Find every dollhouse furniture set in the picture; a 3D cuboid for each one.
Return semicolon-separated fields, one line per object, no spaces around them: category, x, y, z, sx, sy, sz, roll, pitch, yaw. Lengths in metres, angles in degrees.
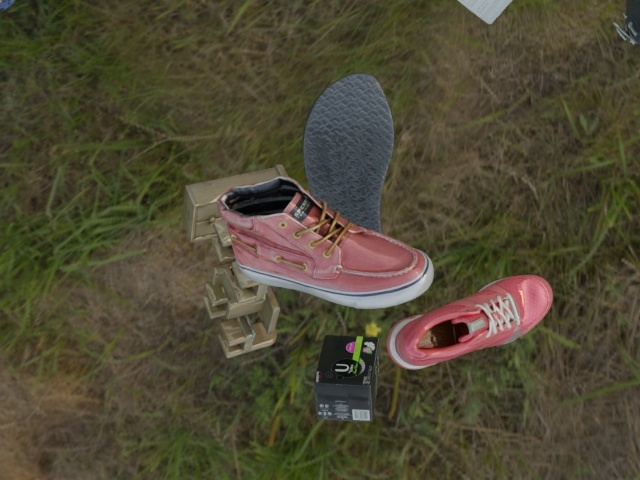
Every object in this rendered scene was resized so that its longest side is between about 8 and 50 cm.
dollhouse furniture set;-0.096;0.019;1.331;0.160;0.242;0.212;-14;149;-22

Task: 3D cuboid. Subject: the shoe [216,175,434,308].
shoe;0.000;0.000;0.690;0.177;0.063;0.081;8;139;27

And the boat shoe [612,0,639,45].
boat shoe;0.518;-0.342;1.359;0.095;0.254;0.079;27;112;0

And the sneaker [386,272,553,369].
sneaker;0.274;0.147;1.489;0.313;0.136;0.116;-22;87;-8

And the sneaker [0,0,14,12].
sneaker;-0.302;-0.236;0.782;0.144;0.059;0.053;-14;100;37

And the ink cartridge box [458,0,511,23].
ink cartridge box;0.170;-0.355;0.988;0.179;0.045;0.145;37;149;-4

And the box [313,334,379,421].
box;0.030;0.146;0.924;0.062;0.083;0.052;1;121;9

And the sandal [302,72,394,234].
sandal;0.029;-0.056;0.940;0.097;0.054;0.255;-2;111;-4
